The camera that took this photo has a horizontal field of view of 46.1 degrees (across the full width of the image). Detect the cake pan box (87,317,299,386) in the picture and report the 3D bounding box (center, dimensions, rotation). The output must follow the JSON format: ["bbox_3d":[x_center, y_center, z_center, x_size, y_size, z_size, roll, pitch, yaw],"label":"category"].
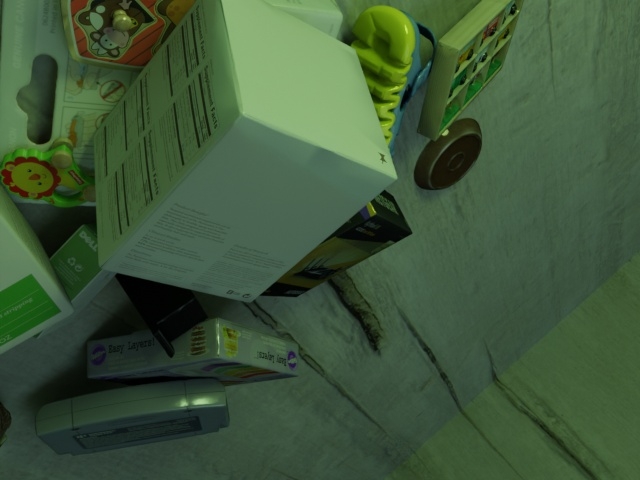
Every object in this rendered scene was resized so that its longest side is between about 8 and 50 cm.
[{"bbox_3d":[-0.206,0.194,1.229,0.267,0.070,0.246,-12,157,24],"label":"cake pan box"}]

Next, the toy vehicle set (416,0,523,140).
[{"bbox_3d":[0.244,-0.294,1.198,0.267,0.035,0.166,-47,156,-37],"label":"toy vehicle set"}]

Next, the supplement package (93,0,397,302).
[{"bbox_3d":[-0.094,-0.094,0.821,0.199,0.198,0.263,17,136,-38],"label":"supplement package"}]

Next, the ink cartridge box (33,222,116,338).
[{"bbox_3d":[-0.309,0.030,1.003,0.209,0.062,0.109,-45,-179,5],"label":"ink cartridge box"}]

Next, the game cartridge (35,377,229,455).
[{"bbox_3d":[-0.301,0.292,1.245,0.297,0.062,0.198,-7,149,-9],"label":"game cartridge"}]

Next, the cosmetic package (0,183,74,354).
[{"bbox_3d":[-0.430,-0.020,0.771,0.197,0.155,0.365,-31,147,-12],"label":"cosmetic package"}]

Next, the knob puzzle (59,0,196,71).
[{"bbox_3d":[-0.178,-0.236,0.777,0.213,0.030,0.213,-17,149,-11],"label":"knob puzzle"}]

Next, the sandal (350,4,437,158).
[{"bbox_3d":[0.098,-0.212,1.154,0.138,0.126,0.317,-31,153,-44],"label":"sandal"}]

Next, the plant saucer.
[{"bbox_3d":[0.256,-0.161,1.467,0.168,0.029,0.168,-28,144,-22],"label":"plant saucer"}]

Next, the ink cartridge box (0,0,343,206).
[{"bbox_3d":[-0.194,-0.182,0.936,0.385,0.091,0.308,0,131,-26],"label":"ink cartridge box"}]

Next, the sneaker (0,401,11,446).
[{"bbox_3d":[-0.501,0.258,1.124,0.071,0.066,0.188,-32,156,-48],"label":"sneaker"}]

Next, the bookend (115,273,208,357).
[{"bbox_3d":[-0.202,0.059,1.106,0.157,0.156,0.072,-35,145,-13],"label":"bookend"}]

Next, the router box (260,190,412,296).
[{"bbox_3d":[0.000,0.000,1.189,0.243,0.081,0.309,-29,168,13],"label":"router box"}]

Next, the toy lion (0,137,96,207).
[{"bbox_3d":[-0.324,-0.074,0.896,0.096,0.034,0.100,-22,137,9],"label":"toy lion"}]
